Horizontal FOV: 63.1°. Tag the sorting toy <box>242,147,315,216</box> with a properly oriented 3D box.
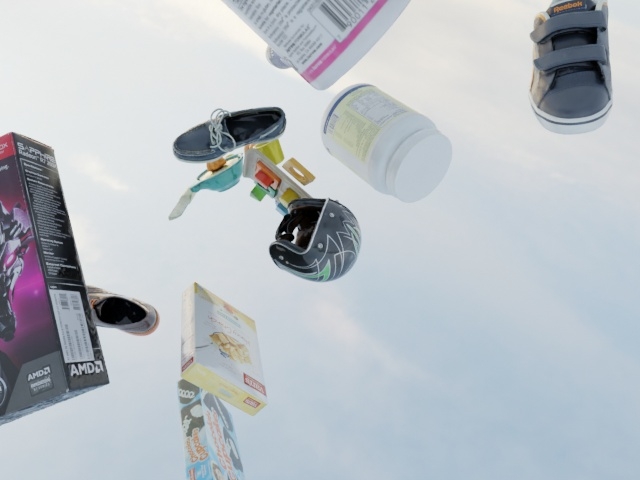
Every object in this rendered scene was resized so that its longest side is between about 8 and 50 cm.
[{"bbox_3d":[-0.097,-0.109,1.167,0.196,0.348,0.047,37,-106,-1],"label":"sorting toy"}]

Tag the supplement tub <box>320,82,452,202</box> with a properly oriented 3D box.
[{"bbox_3d":[0.176,-0.269,1.433,0.235,0.235,0.325,-17,-136,-31],"label":"supplement tub"}]

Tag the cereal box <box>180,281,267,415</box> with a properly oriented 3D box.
[{"bbox_3d":[-0.188,0.202,1.001,0.173,0.047,0.240,40,-166,-31],"label":"cereal box"}]

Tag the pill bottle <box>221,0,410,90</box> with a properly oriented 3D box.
[{"bbox_3d":[-0.050,-0.301,0.509,0.283,0.160,0.160,41,-140,-16],"label":"pill bottle"}]

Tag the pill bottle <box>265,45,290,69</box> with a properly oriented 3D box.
[{"bbox_3d":[-0.067,-0.372,1.021,0.067,0.067,0.120,-7,-166,-23],"label":"pill bottle"}]

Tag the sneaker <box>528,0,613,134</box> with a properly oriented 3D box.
[{"bbox_3d":[0.407,-0.310,0.858,0.126,0.127,0.321,-2,-134,22],"label":"sneaker"}]

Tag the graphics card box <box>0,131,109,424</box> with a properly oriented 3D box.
[{"bbox_3d":[-0.454,0.062,0.721,0.232,0.094,0.371,-21,-102,8],"label":"graphics card box"}]

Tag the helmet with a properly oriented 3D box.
[{"bbox_3d":[0.000,0.000,0.993,0.161,0.169,0.169,1,-144,26],"label":"helmet"}]

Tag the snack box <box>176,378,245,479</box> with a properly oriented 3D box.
[{"bbox_3d":[-0.233,0.456,1.136,0.060,0.187,0.322,-28,-148,-4],"label":"snack box"}]

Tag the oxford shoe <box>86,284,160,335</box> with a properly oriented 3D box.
[{"bbox_3d":[-0.482,0.137,1.104,0.271,0.098,0.097,9,-109,-5],"label":"oxford shoe"}]

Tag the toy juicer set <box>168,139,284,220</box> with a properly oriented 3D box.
[{"bbox_3d":[-0.261,-0.183,1.330,0.329,0.090,0.209,-31,-156,-7],"label":"toy juicer set"}]

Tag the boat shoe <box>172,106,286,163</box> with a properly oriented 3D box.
[{"bbox_3d":[-0.195,-0.230,1.112,0.254,0.079,0.095,-12,-98,-7],"label":"boat shoe"}]
